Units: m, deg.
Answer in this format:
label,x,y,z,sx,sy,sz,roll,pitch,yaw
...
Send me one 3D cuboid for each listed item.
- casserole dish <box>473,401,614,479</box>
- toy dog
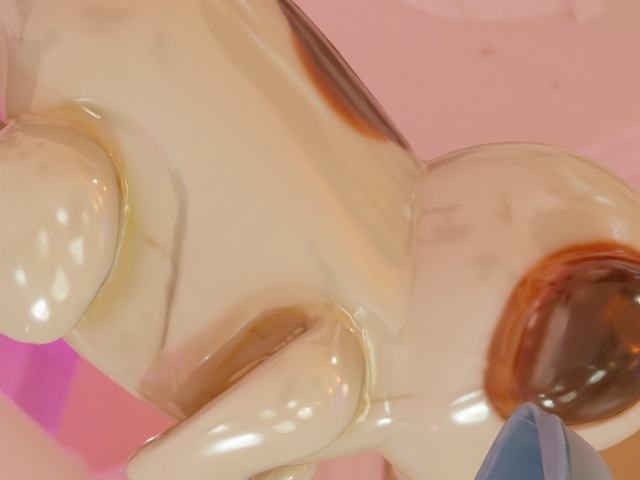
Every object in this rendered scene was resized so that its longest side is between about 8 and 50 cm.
label,x,y,z,sx,sy,sz,roll,pitch,yaw
casserole dish,0.055,0.141,0.512,0.114,0.037,0.188,-85,-164,-62
toy dog,0.000,0.000,0.884,0.284,0.408,0.395,-59,173,-86
